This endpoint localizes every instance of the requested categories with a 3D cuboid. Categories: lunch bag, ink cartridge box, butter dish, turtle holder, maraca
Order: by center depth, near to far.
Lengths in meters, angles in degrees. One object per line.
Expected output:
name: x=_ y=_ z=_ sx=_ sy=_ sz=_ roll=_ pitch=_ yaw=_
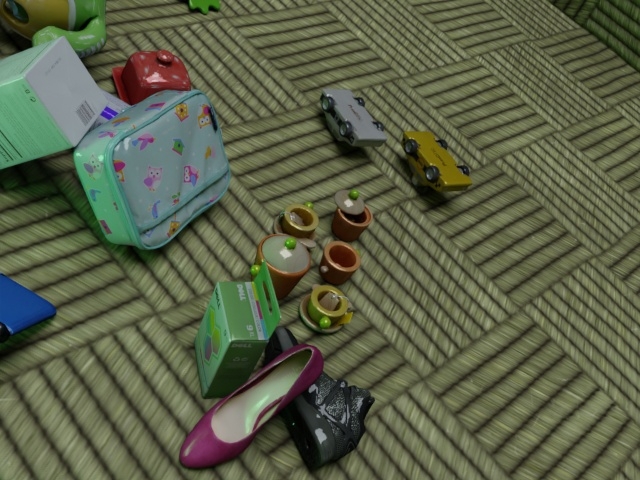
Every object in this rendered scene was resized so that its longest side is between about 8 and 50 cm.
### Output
ink cartridge box: x=-0.129 y=0.133 z=1.156 sx=0.062 sy=0.209 sz=0.109 roll=3 pitch=48 yaw=-25
lunch bag: x=-0.271 y=-0.123 z=1.335 sx=0.108 sy=0.224 sz=0.279 roll=5 pitch=33 yaw=34
turtle holder: x=-0.537 y=-0.482 z=1.547 sx=0.227 sy=0.243 sz=0.320 roll=-4 pitch=88 yaw=-33
butter dish: x=-0.326 y=-0.333 z=1.575 sx=0.160 sy=0.118 sz=0.160 roll=-4 pitch=51 yaw=-29
maraca: x=-0.313 y=-0.640 z=1.900 sx=0.127 sy=0.099 sz=0.185 roll=-34 pitch=94 yaw=-33

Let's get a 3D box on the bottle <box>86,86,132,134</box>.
bottle: x=-0.436 y=-0.232 z=1.422 sx=0.283 sy=0.118 sz=0.092 roll=30 pitch=43 yaw=3

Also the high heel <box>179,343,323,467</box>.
high heel: x=-0.098 y=0.232 z=1.092 sx=0.244 sy=0.117 sz=0.082 roll=-29 pitch=68 yaw=-12

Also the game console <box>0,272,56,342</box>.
game console: x=-0.567 y=0.105 z=1.076 sx=0.293 sy=0.173 sz=0.250 roll=30 pitch=68 yaw=3

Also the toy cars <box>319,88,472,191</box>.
toy cars: x=0.154 y=-0.207 z=1.729 sx=0.394 sy=0.087 sz=0.176 roll=29 pitch=37 yaw=6

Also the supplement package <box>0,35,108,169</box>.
supplement package: x=-0.500 y=-0.213 z=1.264 sx=0.244 sy=0.134 sz=0.139 roll=-11 pitch=37 yaw=25

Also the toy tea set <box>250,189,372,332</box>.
toy tea set: x=0.000 y=0.000 z=1.414 sx=0.200 sy=0.124 sz=0.336 roll=24 pitch=43 yaw=-4

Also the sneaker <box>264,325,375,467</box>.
sneaker: x=-0.002 y=0.233 z=1.221 sx=0.130 sy=0.087 sz=0.227 roll=-9 pitch=57 yaw=-36
